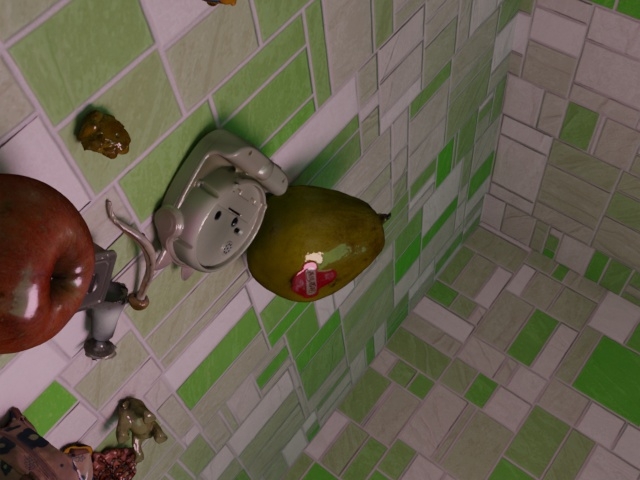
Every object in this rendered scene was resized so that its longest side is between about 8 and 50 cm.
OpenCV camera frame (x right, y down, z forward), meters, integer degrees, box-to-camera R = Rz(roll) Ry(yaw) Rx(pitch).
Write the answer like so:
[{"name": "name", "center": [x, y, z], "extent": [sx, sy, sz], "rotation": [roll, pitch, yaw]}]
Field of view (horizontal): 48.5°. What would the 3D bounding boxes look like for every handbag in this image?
[{"name": "handbag", "center": [-0.543, 0.444, 1.299], "extent": [0.190, 0.252, 0.193], "rotation": [-32, 137, -58]}]

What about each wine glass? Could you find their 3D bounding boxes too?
[{"name": "wine glass", "center": [-0.423, 0.157, 1.397], "extent": [0.072, 0.072, 0.155], "rotation": [-25, 141, -52]}]

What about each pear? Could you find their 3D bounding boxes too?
[{"name": "pear", "center": [0.000, 0.000, 1.737], "extent": [0.375, 0.287, 0.287], "rotation": [-19, 148, -6]}]

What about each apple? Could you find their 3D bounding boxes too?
[{"name": "apple", "center": [-0.454, 0.029, 1.002], "extent": [0.253, 0.254, 0.253], "rotation": [-44, 153, -29]}]

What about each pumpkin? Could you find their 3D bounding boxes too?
[{"name": "pumpkin", "center": [-0.548, 0.472, 1.583], "extent": [0.050, 0.028, 0.083], "rotation": [-59, 148, -3]}]

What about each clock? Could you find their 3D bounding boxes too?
[{"name": "clock", "center": [-0.218, -0.054, 1.490], "extent": [0.324, 0.109, 0.265], "rotation": [-58, 158, 0]}]

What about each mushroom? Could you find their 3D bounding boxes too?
[{"name": "mushroom", "center": [-0.358, 0.034, 1.385], "extent": [0.068, 0.043, 0.306], "rotation": [-22, 143, -25]}]

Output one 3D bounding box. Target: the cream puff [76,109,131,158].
[{"name": "cream puff", "center": [-0.351, -0.169, 1.154], "extent": [0.058, 0.083, 0.083], "rotation": [-20, -164, 36]}]

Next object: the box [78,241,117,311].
[{"name": "box", "center": [-0.427, 0.062, 1.275], "extent": [0.089, 0.062, 0.122], "rotation": [-17, 135, -58]}]

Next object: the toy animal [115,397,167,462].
[{"name": "toy animal", "center": [-0.433, 0.446, 1.707], "extent": [0.103, 0.101, 0.218], "rotation": [-25, 142, -11]}]

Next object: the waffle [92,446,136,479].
[{"name": "waffle", "center": [-0.538, 0.592, 1.726], "extent": [0.234, 0.055, 0.221], "rotation": [-2, 122, -58]}]

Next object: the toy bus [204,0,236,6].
[{"name": "toy bus", "center": [-0.180, -0.441, 1.050], "extent": [0.126, 0.136, 0.209], "rotation": [-56, 158, -6]}]
